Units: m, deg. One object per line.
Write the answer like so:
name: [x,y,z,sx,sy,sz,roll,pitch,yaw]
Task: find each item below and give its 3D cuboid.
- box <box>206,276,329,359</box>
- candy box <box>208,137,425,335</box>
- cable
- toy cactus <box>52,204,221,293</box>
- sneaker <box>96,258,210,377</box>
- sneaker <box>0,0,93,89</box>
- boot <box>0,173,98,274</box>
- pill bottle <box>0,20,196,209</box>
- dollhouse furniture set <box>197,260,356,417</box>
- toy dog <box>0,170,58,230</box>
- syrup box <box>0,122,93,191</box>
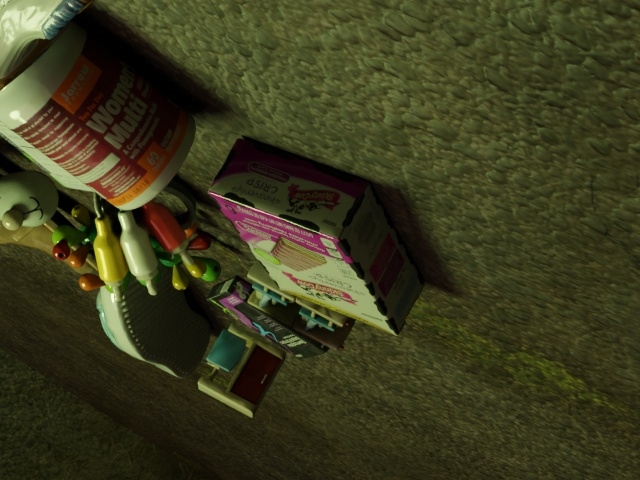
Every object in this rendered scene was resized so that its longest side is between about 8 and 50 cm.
box: [-0.070,0.107,2.133,0.162,0.029,0.116,31,164,-11]
candy box: [0.000,0.000,1.614,0.159,0.071,0.233,20,162,27]
cable: [-0.231,-0.065,1.767,0.287,0.139,0.072,64,177,-36]
toy cactus: [-0.232,-0.005,1.935,0.219,0.112,0.180,2,-155,-20]
sneaker: [-0.280,0.103,2.292,0.150,0.135,0.366,21,161,18]
sneaker: [-0.280,-0.207,1.329,0.131,0.112,0.296,45,131,-10]
boot: [-0.441,-0.029,2.165,0.305,0.115,0.112,36,180,-17]
pill bottle: [-0.238,-0.136,1.519,0.221,0.121,0.121,38,162,-26]
dollhouse furniture set: [-0.042,0.110,1.814,0.129,0.184,0.129,28,164,6]
toy dog: [-0.513,-0.013,2.006,0.333,0.161,0.220,-30,115,34]
syrup box: [-0.298,-0.153,1.621,0.096,0.093,0.237,10,155,50]
